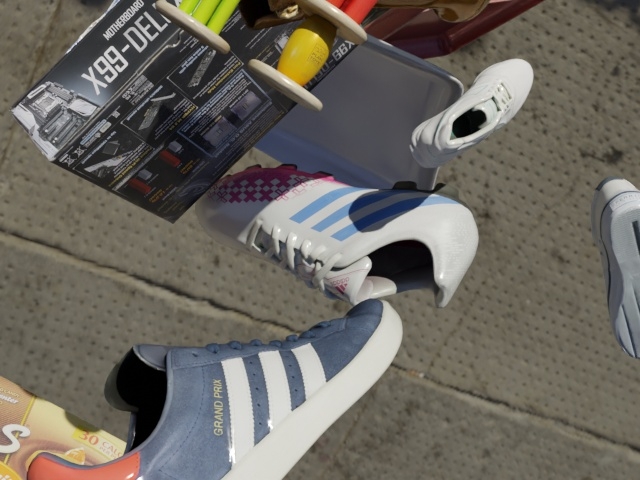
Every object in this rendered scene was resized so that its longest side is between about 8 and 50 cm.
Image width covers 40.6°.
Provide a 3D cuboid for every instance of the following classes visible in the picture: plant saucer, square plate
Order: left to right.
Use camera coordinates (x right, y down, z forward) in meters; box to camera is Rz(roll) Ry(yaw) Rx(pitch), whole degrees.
[{"bbox_3d":[0.026,-0.188,1.222,0.347,0.049,0.344,30,150,14],"label":"square plate"},{"bbox_3d":[0.179,-0.340,1.353,0.258,0.259,0.047,-16,87,-32],"label":"plant saucer"}]

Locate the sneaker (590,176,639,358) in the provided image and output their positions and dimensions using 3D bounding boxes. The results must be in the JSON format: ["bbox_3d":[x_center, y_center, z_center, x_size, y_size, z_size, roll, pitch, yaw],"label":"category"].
[{"bbox_3d":[0.391,0.033,1.068,0.094,0.091,0.258,-12,125,9],"label":"sneaker"}]

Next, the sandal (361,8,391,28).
[{"bbox_3d":[0.122,-0.425,1.536,0.303,0.120,0.086,-18,159,41],"label":"sandal"}]

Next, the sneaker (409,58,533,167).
[{"bbox_3d":[0.152,-0.119,0.797,0.152,0.061,0.053,-41,100,-21],"label":"sneaker"}]

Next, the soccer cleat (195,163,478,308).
[{"bbox_3d":[0.000,0.000,0.934,0.331,0.143,0.116,3,139,20],"label":"soccer cleat"}]

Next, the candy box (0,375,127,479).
[{"bbox_3d":[-0.373,0.260,0.983,0.316,0.183,0.087,29,124,-4],"label":"candy box"}]

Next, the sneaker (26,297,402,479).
[{"bbox_3d":[-0.069,0.115,0.668,0.148,0.350,0.131,46,133,6],"label":"sneaker"}]

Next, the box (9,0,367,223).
[{"bbox_3d":[-0.111,-0.170,0.859,0.307,0.076,0.242,-44,160,5],"label":"box"}]

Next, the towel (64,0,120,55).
[{"bbox_3d":[-0.415,-0.422,1.687,0.034,0.209,0.285,39,77,-15],"label":"towel"}]

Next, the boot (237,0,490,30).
[{"bbox_3d":[0.033,-0.222,0.701,0.211,0.295,0.104,-25,81,1],"label":"boot"}]

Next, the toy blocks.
[{"bbox_3d":[-0.012,-0.171,0.525,0.123,0.054,0.148,33,93,5],"label":"toy blocks"}]
